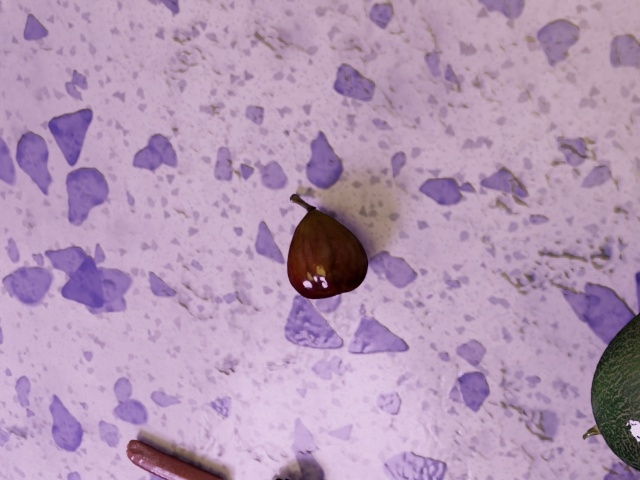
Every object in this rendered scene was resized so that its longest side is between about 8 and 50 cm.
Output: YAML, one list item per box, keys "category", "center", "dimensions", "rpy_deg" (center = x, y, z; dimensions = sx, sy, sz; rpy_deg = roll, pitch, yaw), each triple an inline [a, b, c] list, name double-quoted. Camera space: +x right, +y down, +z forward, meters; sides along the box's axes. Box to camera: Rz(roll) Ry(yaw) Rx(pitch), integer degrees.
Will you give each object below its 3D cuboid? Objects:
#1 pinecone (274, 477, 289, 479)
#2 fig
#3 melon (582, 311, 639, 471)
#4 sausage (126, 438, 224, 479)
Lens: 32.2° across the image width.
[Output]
- category: "pinecone"
  center: [-0.053, 0.332, 1.356]
  dimensions: [0.077, 0.077, 0.083]
  rpy_deg: [25, 95, 16]
- category: "fig"
  center: [0.000, 0.000, 1.200]
  dimensions: [0.089, 0.089, 0.125]
  rpy_deg: [-23, 75, 32]
- category: "melon"
  center: [0.364, 0.124, 0.997]
  dimensions: [0.287, 0.182, 0.182]
  rpy_deg: [-24, 98, 25]
- category: "sausage"
  center: [-0.187, 0.296, 1.430]
  dimensions: [0.147, 0.035, 0.030]
  rpy_deg: [21, 150, 19]
